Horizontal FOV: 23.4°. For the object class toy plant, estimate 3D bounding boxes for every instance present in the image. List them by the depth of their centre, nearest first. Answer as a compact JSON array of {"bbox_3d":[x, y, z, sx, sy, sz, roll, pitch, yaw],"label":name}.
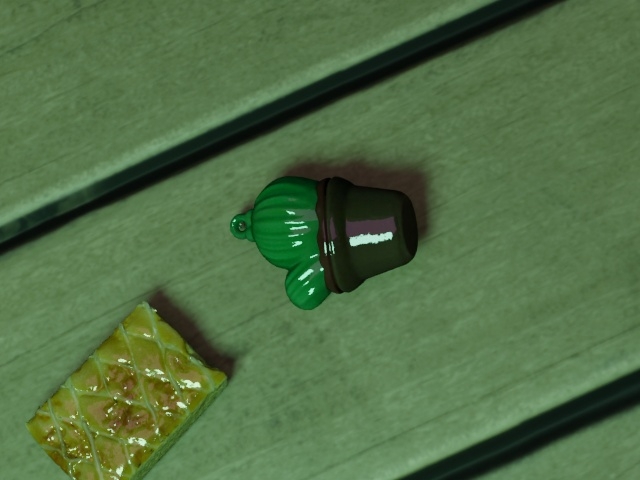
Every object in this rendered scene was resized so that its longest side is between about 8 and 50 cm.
[{"bbox_3d":[0.000,0.000,1.612,0.200,0.105,0.143,-6,90,23],"label":"toy plant"}]

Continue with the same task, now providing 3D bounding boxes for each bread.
[{"bbox_3d":[-0.202,0.171,1.605,0.125,0.068,0.188,42,84,14],"label":"bread"}]
